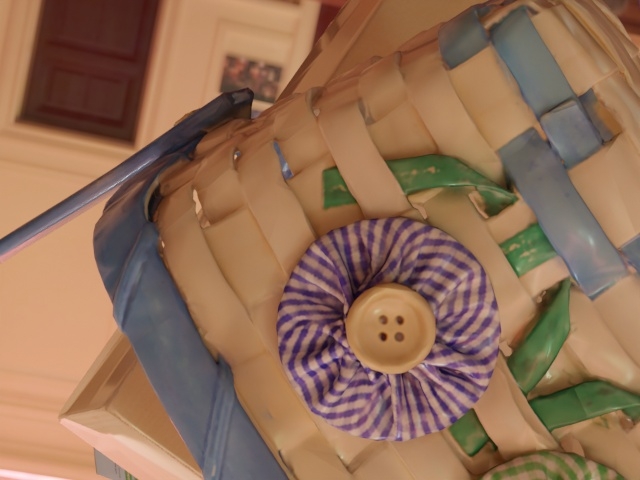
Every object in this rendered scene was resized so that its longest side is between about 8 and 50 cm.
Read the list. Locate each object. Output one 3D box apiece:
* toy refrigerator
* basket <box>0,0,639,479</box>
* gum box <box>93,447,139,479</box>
[{"bbox_3d":[0.000,0.000,0.594,0.102,0.270,0.094,38,156,-15],"label":"toy refrigerator"},{"bbox_3d":[0.010,0.062,0.415,0.255,0.289,0.201,53,-156,-1],"label":"basket"},{"bbox_3d":[-0.064,0.162,1.022,0.184,0.041,0.157,14,-150,26],"label":"gum box"}]
